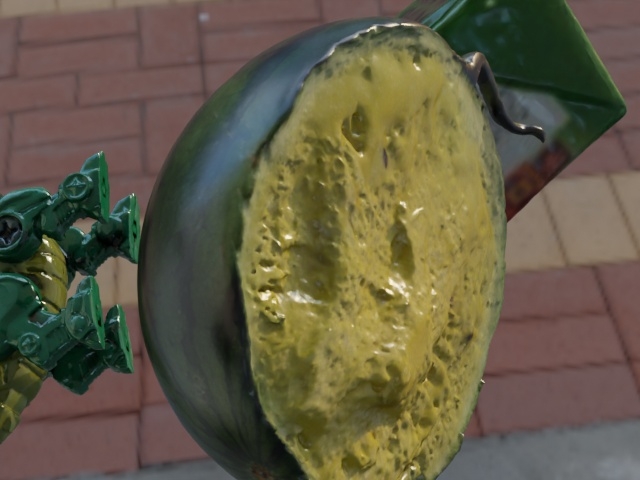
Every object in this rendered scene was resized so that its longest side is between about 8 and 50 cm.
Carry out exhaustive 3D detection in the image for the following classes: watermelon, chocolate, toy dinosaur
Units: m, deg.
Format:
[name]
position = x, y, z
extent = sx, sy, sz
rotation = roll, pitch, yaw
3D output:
[watermelon]
position = -0.003, 0.006, 0.720
extent = 0.127, 0.204, 0.232
rotation = 2, 66, 35
[chocolate]
position = 0.068, -0.074, 1.356
extent = 0.341, 0.161, 0.360
rotation = -44, 6, 5
[toy dinosaur]
position = -0.170, 0.053, 0.872
extent = 0.153, 0.094, 0.259
rotation = -14, 66, 8
